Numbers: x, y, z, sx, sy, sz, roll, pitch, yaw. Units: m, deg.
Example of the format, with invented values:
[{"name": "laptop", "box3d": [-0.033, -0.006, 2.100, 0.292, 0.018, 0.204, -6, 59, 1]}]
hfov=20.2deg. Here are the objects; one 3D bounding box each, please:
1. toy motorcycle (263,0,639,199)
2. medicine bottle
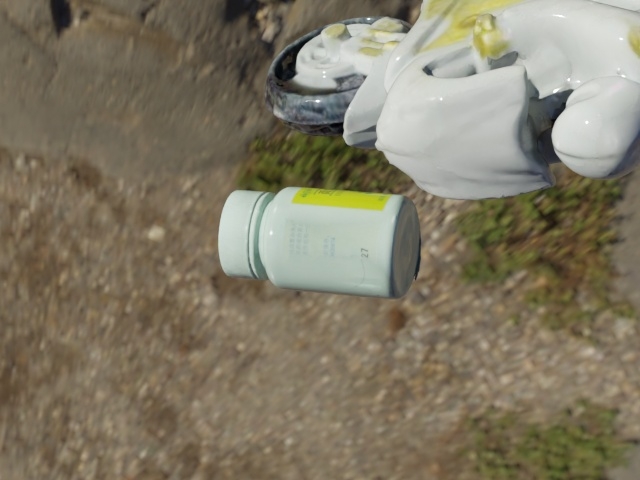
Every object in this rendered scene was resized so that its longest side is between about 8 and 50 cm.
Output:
[{"name": "toy motorcycle", "box3d": [0.095, -0.073, 0.626, 0.228, 0.151, 0.074, -20, 122, -3]}, {"name": "medicine bottle", "box3d": [0.000, 0.000, 0.803, 0.083, 0.047, 0.047, 6, 74, 18]}]
